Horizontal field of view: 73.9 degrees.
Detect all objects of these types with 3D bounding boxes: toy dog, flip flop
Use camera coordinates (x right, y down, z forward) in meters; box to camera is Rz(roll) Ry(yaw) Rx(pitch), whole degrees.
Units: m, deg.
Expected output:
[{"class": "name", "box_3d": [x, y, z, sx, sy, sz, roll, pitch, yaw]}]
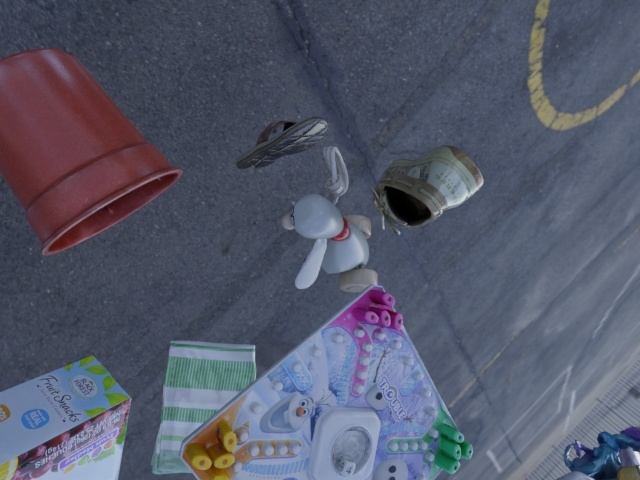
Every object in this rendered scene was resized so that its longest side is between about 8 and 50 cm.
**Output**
[{"class": "toy dog", "box_3d": [0.000, 0.000, 0.830, 0.161, 0.220, 0.334, -11, 139, 19]}, {"class": "flip flop", "box_3d": [-0.109, -0.254, 1.072, 0.277, 0.080, 0.112, -18, 170, 35]}]

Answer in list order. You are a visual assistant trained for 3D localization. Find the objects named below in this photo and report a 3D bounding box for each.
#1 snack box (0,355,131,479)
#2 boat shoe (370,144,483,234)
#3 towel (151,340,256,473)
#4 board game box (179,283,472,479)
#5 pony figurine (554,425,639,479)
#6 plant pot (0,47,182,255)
[{"class": "snack box", "box_3d": [-0.266, 0.210, 0.327, 0.207, 0.070, 0.174, -16, 133, -52]}, {"class": "boat shoe", "box_3d": [0.133, -0.068, 0.661, 0.089, 0.104, 0.285, -43, -178, -11]}, {"class": "towel", "box_3d": [-0.296, 0.431, 1.109, 0.247, 0.325, 0.038, 3, 165, -2]}, {"class": "board game box", "box_3d": [0.049, 0.335, 0.679, 0.390, 0.050, 0.390, -36, 108, -22]}, {"class": "pony figurine", "box_3d": [0.451, 0.399, 0.573, 0.363, 0.303, 0.351, -37, 113, 2]}, {"class": "plant pot", "box_3d": [-0.436, -0.158, 0.741, 0.272, 0.272, 0.265, -36, 100, -12]}]
